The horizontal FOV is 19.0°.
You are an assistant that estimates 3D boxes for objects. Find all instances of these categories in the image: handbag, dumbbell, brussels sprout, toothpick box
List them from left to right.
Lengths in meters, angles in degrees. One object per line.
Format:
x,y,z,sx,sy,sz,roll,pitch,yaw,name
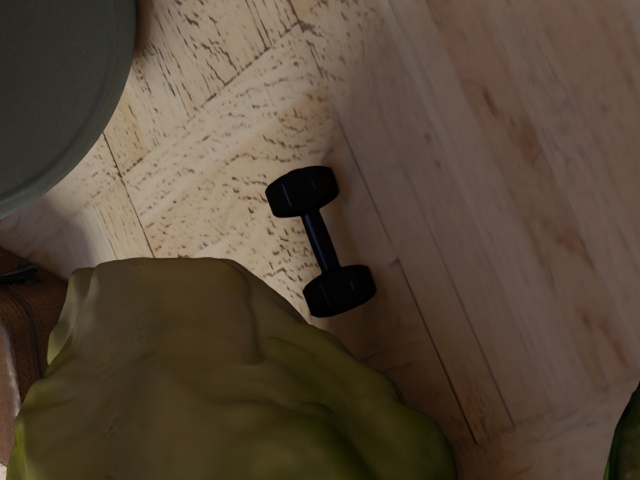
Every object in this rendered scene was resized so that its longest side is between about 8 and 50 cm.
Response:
-0.306,-0.188,1.220,0.354,0.263,0.263,37,133,42,toothpick box
-0.240,0.077,1.404,0.193,0.072,0.151,27,126,49,handbag
-0.045,0.161,1.029,0.274,0.242,0.317,-132,30,-71,brussels sprout
0.000,0.000,1.053,0.036,0.040,0.083,-22,86,25,dumbbell

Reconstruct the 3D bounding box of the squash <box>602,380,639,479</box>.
0.181,0.123,0.753,0.170,0.170,0.123,59,160,19,squash
